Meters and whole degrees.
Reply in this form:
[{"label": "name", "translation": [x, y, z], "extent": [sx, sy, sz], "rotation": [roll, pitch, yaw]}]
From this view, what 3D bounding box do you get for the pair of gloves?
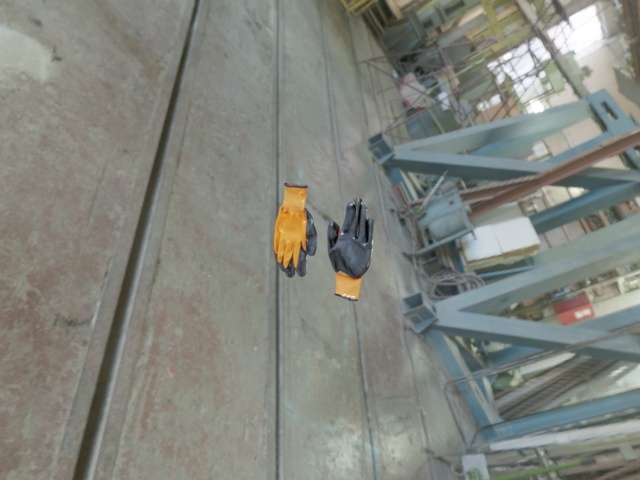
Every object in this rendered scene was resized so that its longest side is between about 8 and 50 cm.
[{"label": "pair of gloves", "translation": [0.000, 0.000, 0.358], "extent": [0.010, 0.083, 0.074], "rotation": [-17, 119, -55]}]
